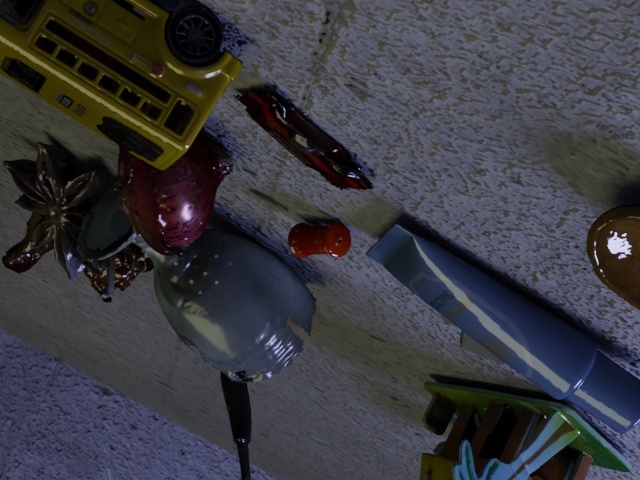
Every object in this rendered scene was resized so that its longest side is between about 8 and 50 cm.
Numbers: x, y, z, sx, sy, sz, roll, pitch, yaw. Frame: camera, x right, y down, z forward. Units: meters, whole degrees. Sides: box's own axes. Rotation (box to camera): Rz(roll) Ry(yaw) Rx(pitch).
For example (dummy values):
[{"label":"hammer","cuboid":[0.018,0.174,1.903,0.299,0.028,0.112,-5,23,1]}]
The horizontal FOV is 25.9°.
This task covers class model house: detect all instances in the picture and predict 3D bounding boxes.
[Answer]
[{"label":"model house","cuboid":[0.212,0.368,2.038,0.300,0.324,0.340,3,149,50]}]

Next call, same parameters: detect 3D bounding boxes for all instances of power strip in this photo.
[{"label":"power strip","cuboid":[0.224,0.122,1.833,0.076,0.028,0.169,25,163,10]}]

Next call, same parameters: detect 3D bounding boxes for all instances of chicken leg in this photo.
[{"label":"chicken leg","cuboid":[-0.374,0.001,2.177,0.322,0.177,0.083,15,-157,27]}]

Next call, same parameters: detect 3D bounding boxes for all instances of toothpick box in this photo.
[{"label":"toothpick box","cuboid":[0.000,0.000,1.793,0.047,0.047,0.083,39,158,-31]}]

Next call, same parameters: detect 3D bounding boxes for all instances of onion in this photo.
[{"label":"onion","cuboid":[-0.178,-0.075,1.711,0.147,0.184,0.184,-12,165,-12]}]

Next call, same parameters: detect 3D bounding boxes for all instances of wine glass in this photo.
[{"label":"wine glass","cuboid":[-0.165,0.051,1.955,0.190,0.190,0.357,3,145,51]}]

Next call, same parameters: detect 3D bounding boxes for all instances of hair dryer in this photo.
[{"label":"hair dryer","cuboid":[-0.122,0.239,2.184,0.120,0.359,0.304,-14,155,14]}]

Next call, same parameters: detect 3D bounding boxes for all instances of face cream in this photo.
[{"label":"face cream","cuboid":[0.231,0.105,1.701,0.385,0.086,0.135,34,159,-2]}]

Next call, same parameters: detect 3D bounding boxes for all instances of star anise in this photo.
[{"label":"star anise","cuboid":[-0.367,-0.034,2.060,0.262,0.081,0.230,51,129,6]}]

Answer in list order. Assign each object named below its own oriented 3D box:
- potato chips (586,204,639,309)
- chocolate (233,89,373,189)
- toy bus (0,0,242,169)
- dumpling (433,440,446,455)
[{"label":"potato chips","cuboid":[0.348,0.019,1.353,0.201,0.049,0.150,32,148,-18]},{"label":"chocolate","cuboid":[-0.020,-0.110,1.561,0.182,0.028,0.086,38,161,-33]},{"label":"toy bus","cuboid":[-0.255,-0.215,1.417,0.331,0.151,0.145,31,163,-12]},{"label":"dumpling","cuboid":[0.270,0.405,2.316,0.193,0.147,0.258,28,-163,-2]}]
